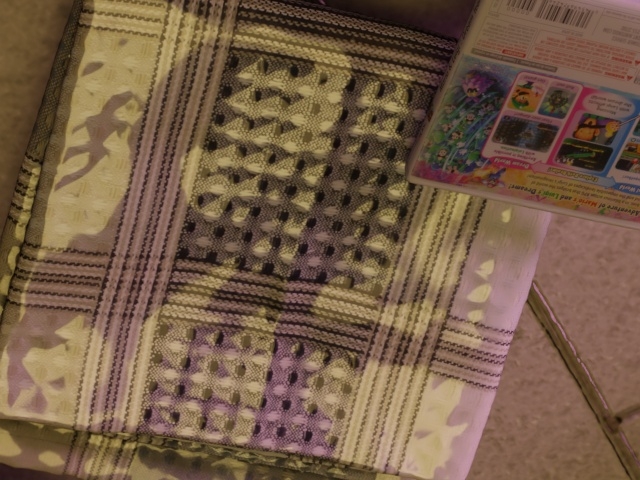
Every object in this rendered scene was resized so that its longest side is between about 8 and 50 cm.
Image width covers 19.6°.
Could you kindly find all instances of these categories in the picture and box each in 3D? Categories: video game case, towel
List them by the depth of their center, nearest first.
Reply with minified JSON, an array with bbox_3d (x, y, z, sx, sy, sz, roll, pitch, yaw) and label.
[{"bbox_3d":[0.142,-0.075,1.014,0.157,0.019,0.143,11,128,-15],"label":"video game case"},{"bbox_3d":[-0.029,0.020,1.074,0.312,0.056,0.324,12,112,-18],"label":"towel"}]
